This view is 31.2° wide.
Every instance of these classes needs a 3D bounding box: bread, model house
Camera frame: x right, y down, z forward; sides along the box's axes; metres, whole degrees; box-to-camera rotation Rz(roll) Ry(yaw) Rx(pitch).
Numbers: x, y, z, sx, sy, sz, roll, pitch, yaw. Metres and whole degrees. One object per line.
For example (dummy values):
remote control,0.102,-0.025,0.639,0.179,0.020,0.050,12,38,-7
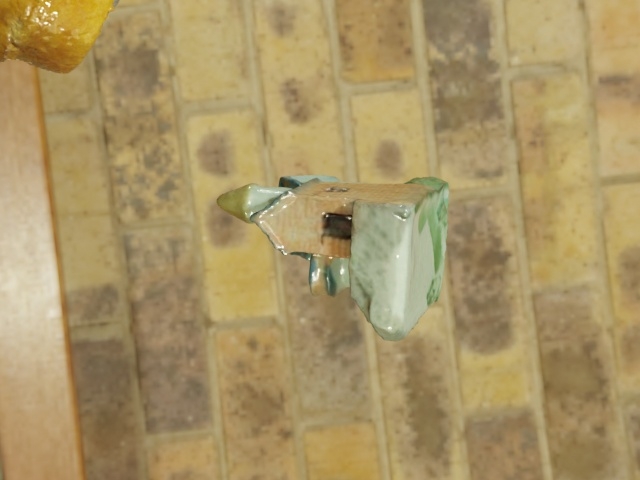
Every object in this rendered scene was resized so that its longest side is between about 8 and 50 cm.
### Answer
bread,-0.312,-0.274,1.326,0.229,0.143,0.139,-37,-136,54
model house,0.000,0.000,1.644,0.267,0.325,0.194,-32,129,-68

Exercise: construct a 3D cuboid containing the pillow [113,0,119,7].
pillow,-0.360,-0.430,1.712,0.169,0.059,0.254,-29,-117,42
